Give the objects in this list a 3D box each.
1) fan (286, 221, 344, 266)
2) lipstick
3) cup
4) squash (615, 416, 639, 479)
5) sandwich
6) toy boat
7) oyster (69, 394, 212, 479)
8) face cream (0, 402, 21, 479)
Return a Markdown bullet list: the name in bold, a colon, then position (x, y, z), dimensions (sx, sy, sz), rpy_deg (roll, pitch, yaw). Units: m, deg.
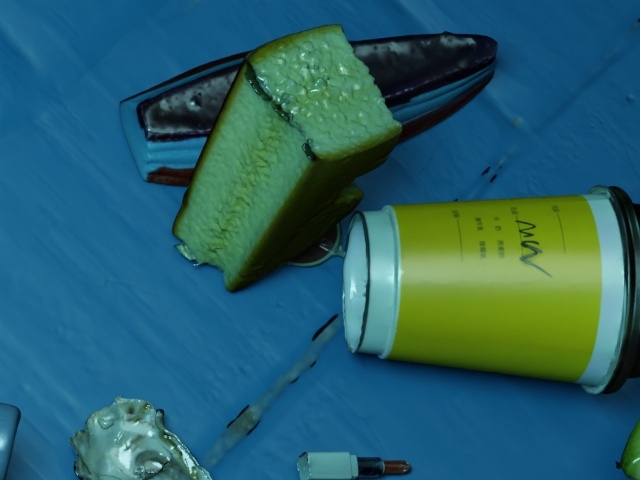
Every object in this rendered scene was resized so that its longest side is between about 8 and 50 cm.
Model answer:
- **fan**: position (0.000, 0.000, 1.613), dimensions (0.133, 0.005, 0.085), rpy_deg (33, 61, -1)
- **lipstick**: position (0.033, 0.203, 1.526), dimensions (0.107, 0.025, 0.025), rpy_deg (4, 68, -23)
- **cup**: position (0.166, 0.043, 1.555), dimensions (0.280, 0.196, 0.196), rpy_deg (1, 67, -9)
- **squash**: position (0.410, 0.104, 1.563), dimensions (0.203, 0.111, 0.288), rpy_deg (20, 106, -16)
- **sandwich**: position (-0.037, -0.065, 1.509), dimensions (0.128, 0.235, 0.122), rpy_deg (-23, 69, -37)
- **toy boat**: position (0.005, -0.140, 1.641), dimensions (0.392, 0.079, 0.136), rpy_deg (-14, 74, -20)
- **oyster**: position (-0.145, 0.211, 1.449), dimensions (0.165, 0.053, 0.108), rpy_deg (46, 36, 13)
- **face cream**: position (-0.428, 0.125, 1.317), dimensions (0.385, 0.086, 0.135), rpy_deg (12, 60, -7)
